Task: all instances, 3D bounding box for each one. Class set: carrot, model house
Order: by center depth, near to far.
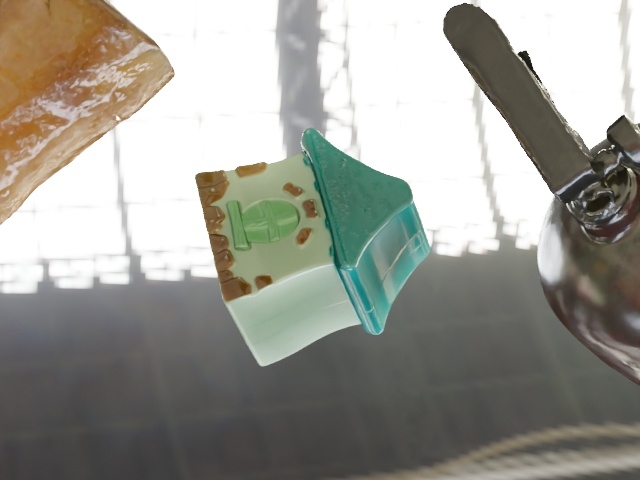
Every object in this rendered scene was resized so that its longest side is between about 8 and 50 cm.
[{"bbox_3d":[0.000,0.000,1.346,0.149,0.100,0.127,-18,-124,2],"label":"model house"},{"bbox_3d":[-0.289,-0.127,1.815,0.254,0.196,0.196,-51,-131,-5],"label":"carrot"}]

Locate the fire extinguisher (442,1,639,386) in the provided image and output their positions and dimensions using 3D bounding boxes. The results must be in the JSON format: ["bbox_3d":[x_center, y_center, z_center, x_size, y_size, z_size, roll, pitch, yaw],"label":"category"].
[{"bbox_3d":[0.128,0.020,0.566,0.268,0.072,0.089,33,-154,-43],"label":"fire extinguisher"}]
